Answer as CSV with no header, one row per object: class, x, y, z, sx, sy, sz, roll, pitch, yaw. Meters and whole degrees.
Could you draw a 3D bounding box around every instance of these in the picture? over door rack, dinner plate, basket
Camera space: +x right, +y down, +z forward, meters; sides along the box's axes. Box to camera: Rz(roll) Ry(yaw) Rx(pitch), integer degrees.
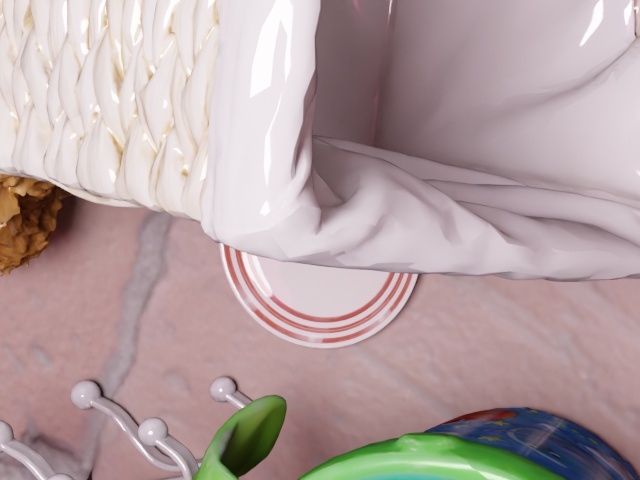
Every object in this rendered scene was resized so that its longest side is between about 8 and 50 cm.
over door rack,-0.222,0.180,0.740,0.324,0.239,0.108,-26,88,20
dinner plate,0.000,0.000,0.759,0.141,0.017,0.141,2,95,20
basket,0.032,-0.161,0.532,0.266,0.331,0.328,11,95,46

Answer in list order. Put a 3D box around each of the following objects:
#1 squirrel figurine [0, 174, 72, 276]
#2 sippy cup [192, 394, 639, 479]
squirrel figurine,-0.284,-0.163,0.720,0.371,0.281,0.396,-16,87,28
sippy cup,0.091,0.196,0.634,0.240,0.224,0.305,-28,86,23
